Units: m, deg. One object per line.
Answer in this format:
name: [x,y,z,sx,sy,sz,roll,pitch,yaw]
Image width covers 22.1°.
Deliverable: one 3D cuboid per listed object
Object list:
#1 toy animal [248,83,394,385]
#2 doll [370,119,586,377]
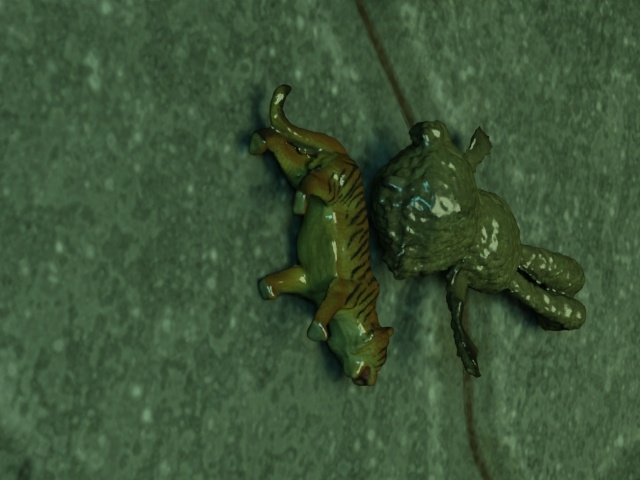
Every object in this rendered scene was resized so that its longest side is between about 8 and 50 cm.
toy animal: [0.000,0.000,1.232,0.099,0.056,0.241,-19,102,-52]
doll: [0.137,-0.004,1.359,0.286,0.091,0.203,-11,103,-51]
